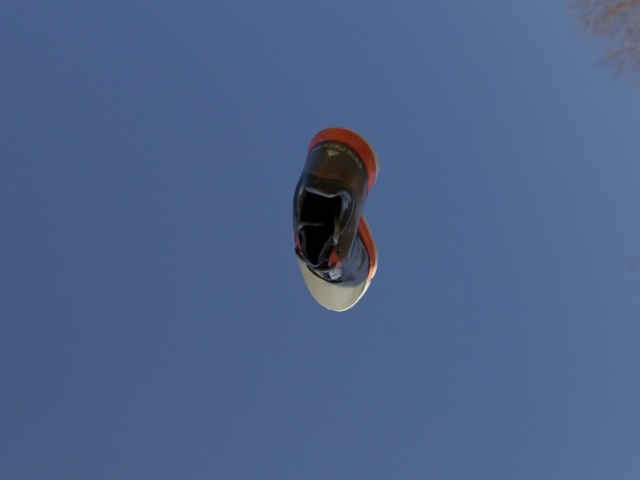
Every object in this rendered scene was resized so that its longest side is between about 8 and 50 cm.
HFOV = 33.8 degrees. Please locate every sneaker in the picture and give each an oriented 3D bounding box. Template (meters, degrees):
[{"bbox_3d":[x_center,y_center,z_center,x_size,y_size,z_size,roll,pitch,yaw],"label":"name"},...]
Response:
[{"bbox_3d":[0.000,0.000,0.687,0.061,0.158,0.065,16,-131,16],"label":"sneaker"}]
